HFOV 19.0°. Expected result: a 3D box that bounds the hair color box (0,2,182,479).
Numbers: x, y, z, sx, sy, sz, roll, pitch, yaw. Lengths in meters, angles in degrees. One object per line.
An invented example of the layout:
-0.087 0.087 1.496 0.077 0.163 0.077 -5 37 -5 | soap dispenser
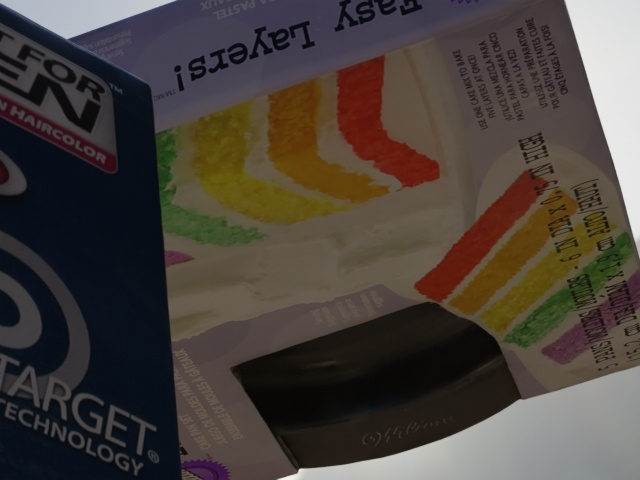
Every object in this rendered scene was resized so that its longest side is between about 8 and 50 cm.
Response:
-0.114 0.106 0.417 0.105 0.347 0.174 27 -55 -30 | hair color box

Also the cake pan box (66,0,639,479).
0.000 0.000 0.777 0.245 0.070 0.267 -16 -37 7 | cake pan box
